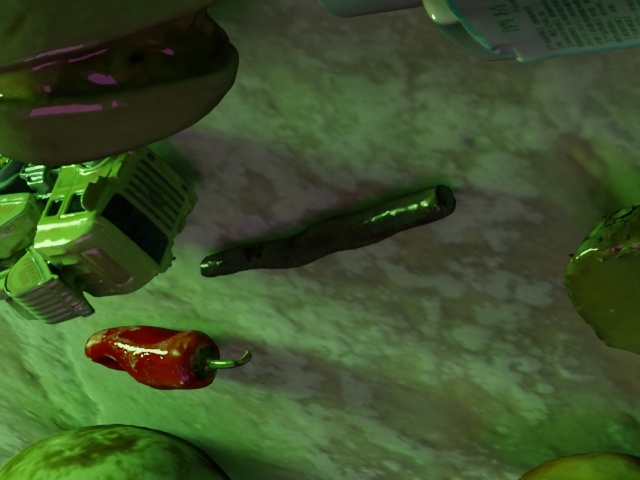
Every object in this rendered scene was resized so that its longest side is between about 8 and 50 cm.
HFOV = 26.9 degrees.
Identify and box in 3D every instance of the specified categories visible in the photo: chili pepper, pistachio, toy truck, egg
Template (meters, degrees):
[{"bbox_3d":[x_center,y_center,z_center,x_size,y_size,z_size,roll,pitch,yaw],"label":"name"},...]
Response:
[{"bbox_3d":[-0.132,0.095,1.076,0.191,0.050,0.059,0,161,42],"label":"chili pepper"},{"bbox_3d":[-0.130,-0.102,0.714,0.185,0.124,0.124,-1,144,20],"label":"pistachio"},{"bbox_3d":[-0.184,-0.002,0.890,0.191,0.116,0.085,-6,142,36],"label":"toy truck"},{"bbox_3d":[-0.196,0.287,1.238,0.289,0.238,0.238,10,150,41],"label":"egg"}]

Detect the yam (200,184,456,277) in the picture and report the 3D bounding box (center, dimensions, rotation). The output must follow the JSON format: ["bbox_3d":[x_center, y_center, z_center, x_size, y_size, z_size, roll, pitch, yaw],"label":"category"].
[{"bbox_3d":[-0.001,0.000,0.885,0.234,0.029,0.027,-16,108,45],"label":"yam"}]

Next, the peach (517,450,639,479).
[{"bbox_3d":[0.211,0.271,1.006,0.257,0.232,0.232,18,150,22],"label":"peach"}]

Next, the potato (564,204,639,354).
[{"bbox_3d":[0.228,0.032,0.784,0.198,0.054,0.119,25,145,-19],"label":"potato"}]

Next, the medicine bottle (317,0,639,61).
[{"bbox_3d":[0.085,-0.138,0.527,0.188,0.119,0.094,-3,142,31],"label":"medicine bottle"}]
